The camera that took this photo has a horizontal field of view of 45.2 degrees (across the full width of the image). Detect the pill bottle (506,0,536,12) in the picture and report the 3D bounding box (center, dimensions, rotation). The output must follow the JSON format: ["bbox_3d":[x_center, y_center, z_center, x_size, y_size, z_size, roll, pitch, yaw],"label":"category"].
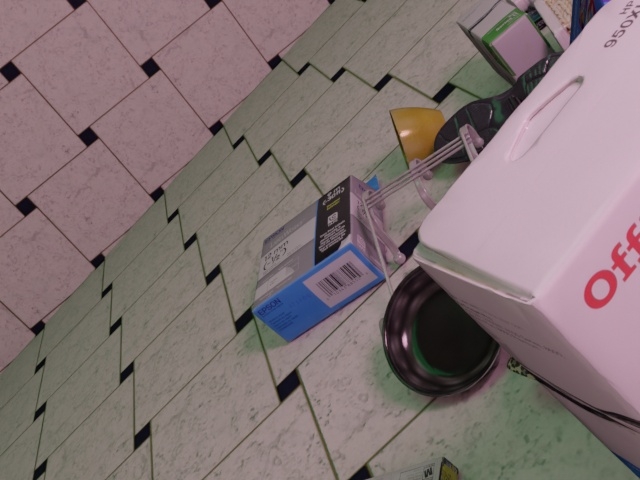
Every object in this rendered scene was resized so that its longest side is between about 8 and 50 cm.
[{"bbox_3d":[0.439,-0.521,1.568,0.120,0.067,0.067,-44,25,9],"label":"pill bottle"}]

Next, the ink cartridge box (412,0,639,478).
[{"bbox_3d":[0.314,0.035,0.629,0.285,0.395,0.166,-51,24,-5],"label":"ink cartridge box"}]

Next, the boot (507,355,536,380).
[{"bbox_3d":[0.337,0.093,0.881,0.236,0.085,0.179,14,93,28],"label":"boot"}]

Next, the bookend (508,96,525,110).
[{"bbox_3d":[0.388,-0.211,1.148,0.156,0.157,0.072,-34,68,28],"label":"bookend"}]

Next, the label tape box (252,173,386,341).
[{"bbox_3d":[0.000,0.000,1.529,0.249,0.115,0.348,-36,29,24],"label":"label tape box"}]

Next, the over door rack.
[{"bbox_3d":[0.195,-0.005,1.252,0.239,0.108,0.324,-34,43,29],"label":"over door rack"}]

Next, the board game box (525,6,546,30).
[{"bbox_3d":[0.502,-0.511,1.564,0.186,0.026,0.126,-33,28,29],"label":"board game box"}]

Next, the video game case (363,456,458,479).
[{"bbox_3d":[0.062,0.390,0.941,0.232,0.042,0.210,-30,30,34],"label":"video game case"}]

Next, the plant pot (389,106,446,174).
[{"bbox_3d":[0.201,-0.208,1.513,0.095,0.134,0.134,-18,30,6],"label":"plant pot"}]

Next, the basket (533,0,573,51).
[{"bbox_3d":[0.458,-0.380,1.345,0.103,0.113,0.167,-33,29,22],"label":"basket"}]

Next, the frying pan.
[{"bbox_3d":[0.176,0.061,1.099,0.197,0.053,0.326,-14,65,37],"label":"frying pan"}]

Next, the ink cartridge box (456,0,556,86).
[{"bbox_3d":[0.355,-0.364,1.437,0.087,0.153,0.208,-41,26,13],"label":"ink cartridge box"}]

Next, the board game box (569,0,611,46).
[{"bbox_3d":[0.355,-0.166,0.939,0.078,0.347,0.233,-1,41,11],"label":"board game box"}]

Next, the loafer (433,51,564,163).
[{"bbox_3d":[0.338,-0.214,1.351,0.302,0.095,0.109,-32,59,40],"label":"loafer"}]
